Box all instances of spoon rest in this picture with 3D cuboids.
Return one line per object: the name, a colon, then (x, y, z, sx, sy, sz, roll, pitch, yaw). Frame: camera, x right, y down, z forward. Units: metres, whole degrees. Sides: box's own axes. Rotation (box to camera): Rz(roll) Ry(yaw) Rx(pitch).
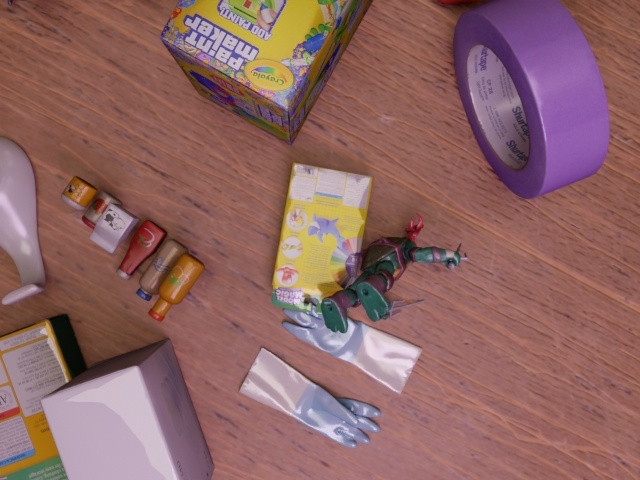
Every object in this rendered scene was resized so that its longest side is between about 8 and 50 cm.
spoon rest: (-0.485, -0.033, 0.998, 0.137, 0.084, 0.276, -24, 78, -3)

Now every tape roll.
tape roll: (0.283, -0.199, 0.912, 0.090, 0.275, 0.275, -23, 91, -1)

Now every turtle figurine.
turtle figurine: (0.107, 0.053, 0.975, 0.118, 0.234, 0.175, 48, 131, 11)

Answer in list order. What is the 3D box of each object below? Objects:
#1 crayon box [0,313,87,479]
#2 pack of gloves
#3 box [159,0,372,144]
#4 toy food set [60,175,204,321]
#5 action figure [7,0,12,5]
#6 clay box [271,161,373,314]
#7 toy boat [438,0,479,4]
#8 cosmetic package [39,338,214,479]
crayon box: (-0.436, 0.298, 0.990, 0.203, 0.083, 0.323, -20, 90, -1)
pack of gloves: (0.018, 0.207, 1.023, 0.232, 0.046, 0.195, 27, 90, -2)
box: (-0.048, -0.309, 0.893, 0.177, 0.290, 0.279, 29, 89, -2)
toy food set: (-0.293, 0.013, 0.977, 0.232, 0.111, 0.104, 35, 89, -4)
action figure: (-0.400, -0.431, 0.958, 0.275, 0.141, 0.164, 0, 102, -3)
clay box: (0.000, 0.000, 1.016, 0.127, 0.053, 0.222, 10, 91, -3)
toy boat: (0.221, -0.508, 0.946, 0.267, 0.148, 0.318, -25, 111, -40)
cosmetic package: (-0.257, 0.279, 0.925, 0.138, 0.224, 0.224, -19, 92, -1)
